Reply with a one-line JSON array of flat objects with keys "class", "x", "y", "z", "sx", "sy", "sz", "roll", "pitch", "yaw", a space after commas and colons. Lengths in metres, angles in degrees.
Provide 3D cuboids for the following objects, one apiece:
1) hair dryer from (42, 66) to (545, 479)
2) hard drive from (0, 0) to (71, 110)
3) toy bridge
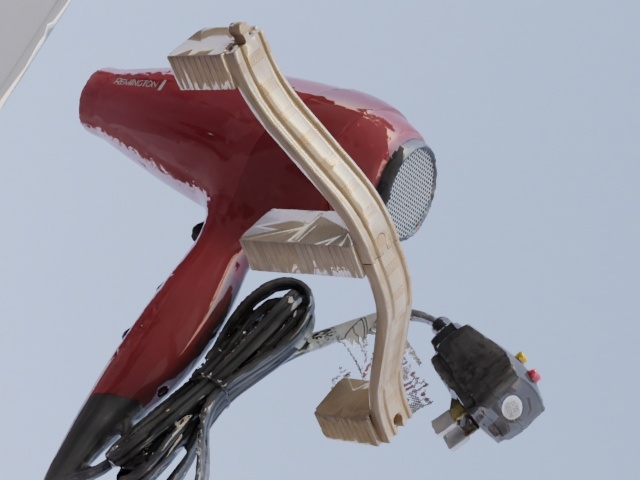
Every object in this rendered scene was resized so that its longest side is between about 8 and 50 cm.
[{"class": "hair dryer", "x": -0.048, "y": 0.004, "z": 0.825, "sx": 0.223, "sy": 0.080, "sz": 0.293, "roll": -19, "pitch": -135, "yaw": -8}, {"class": "hard drive", "x": -0.178, "y": -0.135, "z": 0.954, "sx": 0.203, "sy": 0.040, "sz": 0.307, "roll": -60, "pitch": -161, "yaw": -14}, {"class": "toy bridge", "x": 0.000, "y": 0.000, "z": 0.686, "sx": 0.063, "sy": 0.026, "sz": 0.188, "roll": 4, "pitch": -54, "yaw": 41}]
